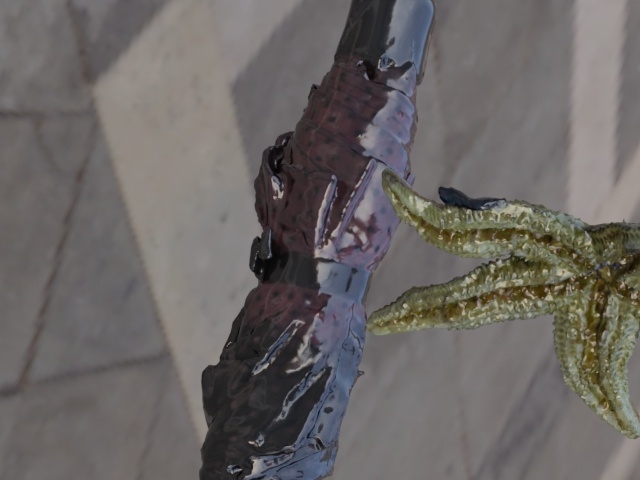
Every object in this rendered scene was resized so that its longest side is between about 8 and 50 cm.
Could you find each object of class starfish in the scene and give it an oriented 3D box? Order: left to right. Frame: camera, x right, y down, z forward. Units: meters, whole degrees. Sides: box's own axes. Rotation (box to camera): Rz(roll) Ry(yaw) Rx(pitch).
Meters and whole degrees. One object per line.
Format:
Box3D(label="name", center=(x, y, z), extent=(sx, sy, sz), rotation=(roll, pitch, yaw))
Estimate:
Box3D(label="starfish", center=(0.121, 0.035, 0.804), extent=(0.053, 0.208, 0.176), rotation=(-60, 150, -33))

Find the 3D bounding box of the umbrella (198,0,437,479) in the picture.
Box3D(label="umbrella", center=(0.000, 0.000, 1.057), extent=(0.090, 0.094, 0.326), rotation=(154, -48, -74))
